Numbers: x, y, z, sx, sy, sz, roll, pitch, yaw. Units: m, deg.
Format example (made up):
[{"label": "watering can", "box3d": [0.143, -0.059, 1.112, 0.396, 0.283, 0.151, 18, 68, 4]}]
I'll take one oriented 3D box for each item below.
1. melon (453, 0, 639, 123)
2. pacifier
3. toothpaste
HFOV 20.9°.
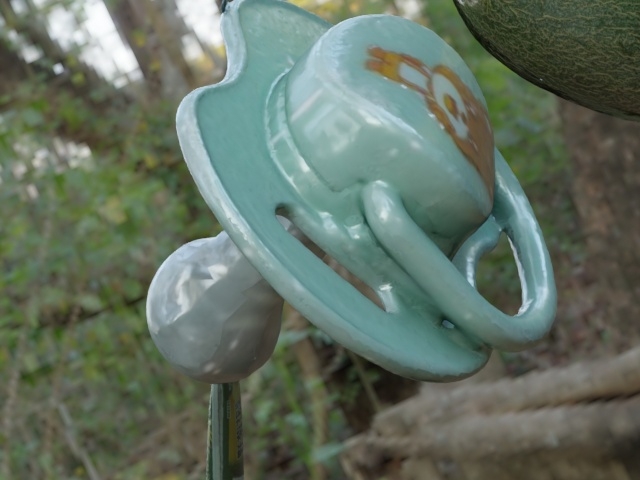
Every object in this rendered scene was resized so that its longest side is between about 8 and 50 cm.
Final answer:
[{"label": "melon", "box3d": [0.109, -0.098, 0.595, 0.167, 0.114, 0.114, 24, 29, 29]}, {"label": "pacifier", "box3d": [0.000, 0.000, 1.116, 0.269, 0.288, 0.343, -44, 13, 29]}, {"label": "toothpaste", "box3d": [-0.076, 0.173, 1.380, 0.031, 0.204, 0.049, 4, 25, 7]}]
